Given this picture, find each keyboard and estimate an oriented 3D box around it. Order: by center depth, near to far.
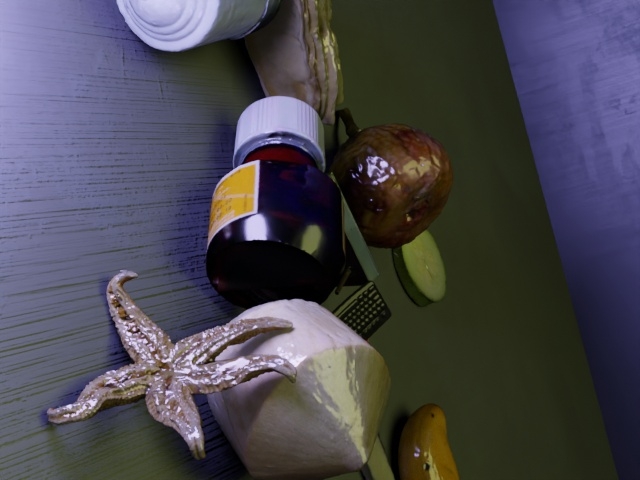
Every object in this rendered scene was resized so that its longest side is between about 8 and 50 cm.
[{"bbox_3d":[0.061,0.161,1.890,0.381,0.041,0.103,-45,118,-30],"label":"keyboard"}]

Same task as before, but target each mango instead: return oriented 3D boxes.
[{"bbox_3d":[0.231,0.483,2.124,0.157,0.109,0.262,26,49,-42],"label":"mango"}]

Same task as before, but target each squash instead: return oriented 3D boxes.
[{"bbox_3d":[0.242,0.053,2.425,0.219,0.041,0.219,36,44,-44],"label":"squash"}]

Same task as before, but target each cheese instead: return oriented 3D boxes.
[{"bbox_3d":[0.152,0.572,2.019,0.085,0.034,0.400,-36,108,-55],"label":"cheese"}]

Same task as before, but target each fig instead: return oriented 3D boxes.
[{"bbox_3d":[0.117,-0.165,2.172,0.286,0.286,0.368,38,14,-47],"label":"fig"}]

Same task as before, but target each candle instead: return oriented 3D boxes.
[{"bbox_3d":[-0.217,-0.438,1.676,0.342,0.221,0.221,-38,110,-56],"label":"candle"}]

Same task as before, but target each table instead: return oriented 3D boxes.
[{"bbox_3d":[0.000,0.000,1.944,0.111,0.122,0.240,-43,115,-39],"label":"table"}]

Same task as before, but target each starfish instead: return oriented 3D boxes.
[{"bbox_3d":[-0.214,0.174,1.397,0.375,0.327,0.094,-30,146,-36],"label":"starfish"}]

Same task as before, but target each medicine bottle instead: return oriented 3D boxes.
[{"bbox_3d":[-0.067,-0.075,1.737,0.242,0.243,0.395,50,32,-37],"label":"medicine bottle"}]

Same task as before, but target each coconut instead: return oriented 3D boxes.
[{"bbox_3d":[-0.028,0.251,1.555,0.329,0.329,0.328,34,48,-49],"label":"coconut"}]

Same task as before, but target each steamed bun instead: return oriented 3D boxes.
[{"bbox_3d":[-0.069,-0.450,1.954,0.189,0.247,0.428,-47,133,-42],"label":"steamed bun"}]

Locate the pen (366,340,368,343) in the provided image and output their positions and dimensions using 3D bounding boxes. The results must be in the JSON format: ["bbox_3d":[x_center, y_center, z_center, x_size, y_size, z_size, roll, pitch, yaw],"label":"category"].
[{"bbox_3d":[0.079,0.277,2.035,0.028,0.028,0.239,48,39,-39],"label":"pen"}]
